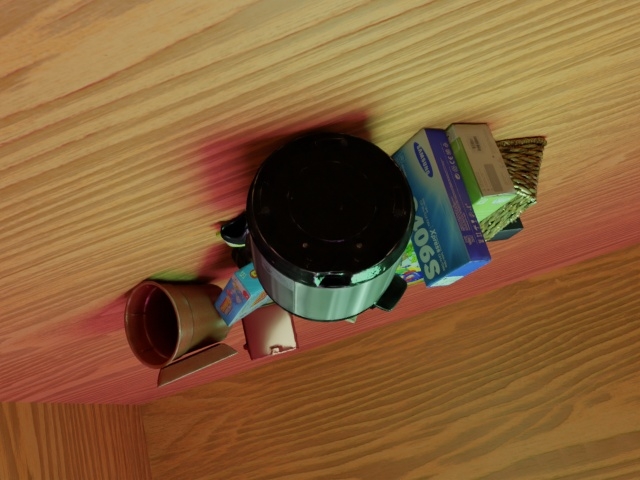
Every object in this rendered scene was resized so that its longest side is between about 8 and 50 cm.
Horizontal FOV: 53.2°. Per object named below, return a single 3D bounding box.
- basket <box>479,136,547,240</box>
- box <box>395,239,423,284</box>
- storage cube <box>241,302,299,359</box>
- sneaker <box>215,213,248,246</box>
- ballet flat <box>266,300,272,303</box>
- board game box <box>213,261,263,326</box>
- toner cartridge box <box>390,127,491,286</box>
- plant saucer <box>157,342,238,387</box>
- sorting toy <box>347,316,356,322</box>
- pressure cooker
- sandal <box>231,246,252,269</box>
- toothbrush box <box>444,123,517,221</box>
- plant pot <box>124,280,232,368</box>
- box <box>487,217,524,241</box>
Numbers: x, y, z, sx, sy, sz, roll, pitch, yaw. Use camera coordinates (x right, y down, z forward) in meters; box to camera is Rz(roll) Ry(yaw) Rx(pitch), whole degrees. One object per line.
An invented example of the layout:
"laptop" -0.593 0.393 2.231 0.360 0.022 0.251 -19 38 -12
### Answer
"basket" 0.469 -0.173 1.830 0.213 0.223 0.299 22 153 -6
"box" 0.235 0.047 2.136 0.279 0.177 0.290 -15 161 0
"storage cube" -0.205 0.334 2.480 0.214 0.193 0.183 -11 -176 -11
"sneaker" -0.165 -0.037 1.707 0.234 0.084 0.097 -20 160 11
"ballet flat" -0.164 0.191 2.390 0.206 0.073 0.067 -21 147 2
"board game box" -0.157 0.113 1.972 0.302 0.086 0.308 -31 171 -31
"toner cartridge box" 0.276 -0.078 1.540 0.075 0.348 0.165 -2 157 -34
"plant saucer" -0.404 0.388 2.041 0.259 0.048 0.258 -22 177 -17
"sorting toy" 0.059 0.203 2.341 0.192 0.208 0.038 17 128 8
"pressure cooker" 0.009 -0.007 1.494 0.375 0.370 0.420 -10 157 -7
"sandal" -0.206 0.027 1.861 0.060 0.090 0.219 -26 165 -25
"toothbrush box" 0.338 -0.138 1.642 0.122 0.206 0.283 -7 160 -27
"plant pot" -0.442 0.254 2.069 0.272 0.273 0.265 -30 165 35
"box" 0.539 -0.082 2.043 0.155 0.158 0.093 -6 159 -26
